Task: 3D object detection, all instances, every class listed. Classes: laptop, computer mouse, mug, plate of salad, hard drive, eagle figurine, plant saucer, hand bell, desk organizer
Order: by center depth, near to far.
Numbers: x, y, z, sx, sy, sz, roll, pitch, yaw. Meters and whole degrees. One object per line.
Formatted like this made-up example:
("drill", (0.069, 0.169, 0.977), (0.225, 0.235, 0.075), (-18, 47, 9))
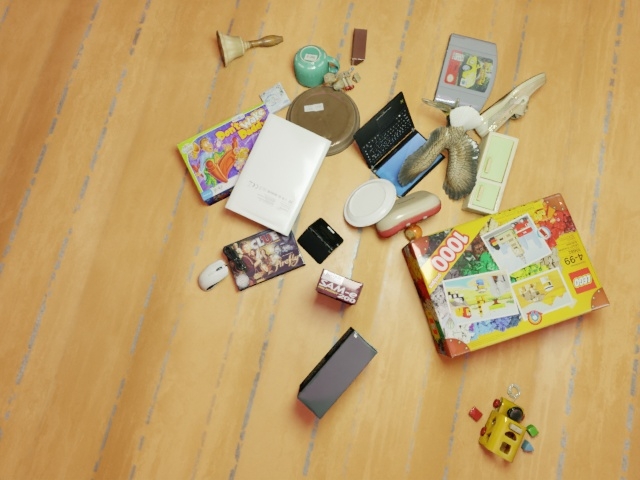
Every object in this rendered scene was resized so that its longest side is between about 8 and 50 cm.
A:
("eagle figurine", (0.420, -0.301, 1.388), (0.226, 0.225, 0.298), (21, 94, 44))
("computer mouse", (-0.349, 0.106, 1.404), (0.193, 0.042, 0.106), (-38, 77, 14))
("hard drive", (-0.142, -0.223, 1.411), (0.233, 0.047, 0.353), (25, 88, -2))
("plate of salad", (0.171, -0.127, 1.423), (0.199, 0.048, 0.200), (-21, 48, 26))
("laptop", (0.279, -0.327, 1.445), (0.234, 0.264, 0.136), (-43, 45, -6))
("mug", (-0.023, -0.652, 1.519), (0.157, 0.097, 0.129), (-33, 73, -8))
("plant saucer", (0.008, -0.444, 1.522), (0.277, 0.041, 0.278), (0, 80, 2))
("hand bell", (-0.256, -0.737, 1.561), (0.242, 0.126, 0.126), (-16, 80, -15))
("desk organizer", (0.145, -0.727, 1.563), (0.050, 0.047, 0.130), (5, 81, 0))

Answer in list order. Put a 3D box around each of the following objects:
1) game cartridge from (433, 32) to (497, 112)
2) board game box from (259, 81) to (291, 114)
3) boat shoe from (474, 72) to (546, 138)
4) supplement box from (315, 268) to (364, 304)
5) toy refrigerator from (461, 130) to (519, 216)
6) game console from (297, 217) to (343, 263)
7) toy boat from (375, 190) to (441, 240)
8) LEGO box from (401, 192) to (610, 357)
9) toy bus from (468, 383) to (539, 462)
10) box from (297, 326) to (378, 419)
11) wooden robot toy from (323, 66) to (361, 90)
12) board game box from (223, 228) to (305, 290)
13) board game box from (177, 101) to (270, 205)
("game cartridge", (0.542, -0.612, 1.532), (0.196, 0.060, 0.294), (16, 81, 0))
("board game box", (-0.167, -0.524, 1.539), (0.090, 0.020, 0.090), (-29, 78, 8))
("boat shoe", (0.683, -0.476, 1.481), (0.302, 0.109, 0.098), (-37, 91, 2))
("supplement box", (0.058, 0.152, 1.316), (0.130, 0.239, 0.073), (21, 82, 5))
("toy refrigerator", (0.581, -0.225, 1.424), (0.102, 0.094, 0.270), (17, 90, 4))
("game console", (0.000, 0.000, 1.459), (0.122, 0.071, 0.107), (45, 54, 7))
("toy boat", (0.303, -0.064, 1.415), (0.231, 0.151, 0.151), (-23, 110, -3))
("LEGO box", (0.565, 0.113, 1.335), (0.500, 0.193, 0.373), (-18, 80, -2))
("toy bus", (0.588, 0.582, 1.299), (0.191, 0.104, 0.202), (-17, 81, -2))
("box", (0.051, 0.405, 1.302), (0.103, 0.184, 0.261), (42, 84, 8))
("wooden robot toy", (0.070, -0.581, 1.527), (0.173, 0.079, 0.076), (-27, 100, -40))
("board game box", (-0.194, 0.054, 1.438), (0.243, 0.042, 0.165), (-22, 80, -2))
("board game box", (-0.300, -0.309, 1.485), (0.347, 0.078, 0.233), (-28, 81, -3))
